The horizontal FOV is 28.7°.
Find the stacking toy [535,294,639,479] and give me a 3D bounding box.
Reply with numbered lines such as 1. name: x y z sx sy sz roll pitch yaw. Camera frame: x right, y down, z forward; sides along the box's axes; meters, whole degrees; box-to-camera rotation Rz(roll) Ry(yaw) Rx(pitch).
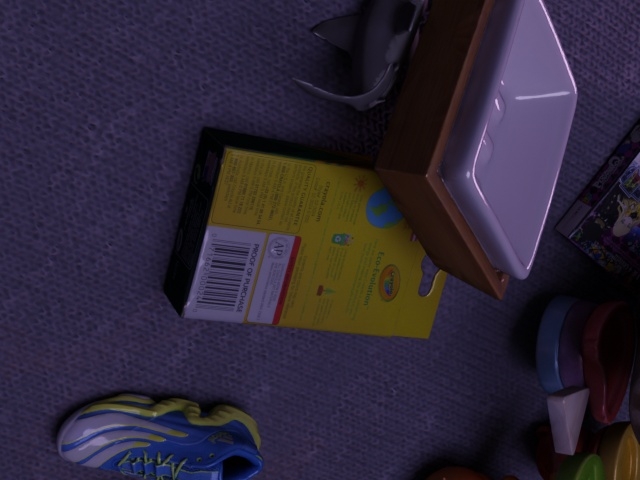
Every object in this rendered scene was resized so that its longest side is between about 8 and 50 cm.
1. stacking toy: 0.303 0.236 1.590 0.279 0.130 0.309 -35 123 -51

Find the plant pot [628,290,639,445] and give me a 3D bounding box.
1. plant pot: 0.499 0.153 1.470 0.280 0.323 0.323 -37 130 -50

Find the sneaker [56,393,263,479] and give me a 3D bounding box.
1. sneaker: -0.172 0.236 1.419 0.240 0.126 0.091 -1 111 -24

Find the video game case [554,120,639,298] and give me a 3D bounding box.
1. video game case: 0.447 -0.034 1.636 0.232 0.042 0.210 35 95 -31

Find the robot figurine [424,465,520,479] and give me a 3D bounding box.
1. robot figurine: 0.209 0.374 1.650 0.219 0.158 0.128 30 70 -31

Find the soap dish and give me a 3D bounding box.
1. soap dish: 0.170 -0.119 1.335 0.229 0.118 0.291 53 49 -47

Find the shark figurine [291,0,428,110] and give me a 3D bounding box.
1. shark figurine: 0.040 -0.204 1.331 0.116 0.278 0.166 17 141 8

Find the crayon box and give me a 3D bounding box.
1. crayon box: 0.000 0.000 1.425 0.318 0.081 0.202 9 107 -26
